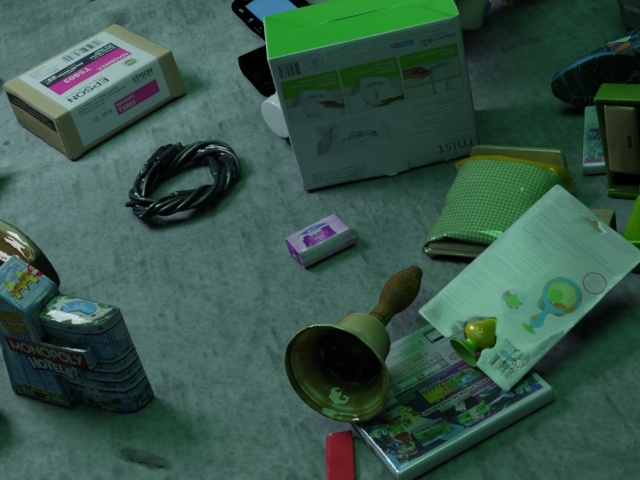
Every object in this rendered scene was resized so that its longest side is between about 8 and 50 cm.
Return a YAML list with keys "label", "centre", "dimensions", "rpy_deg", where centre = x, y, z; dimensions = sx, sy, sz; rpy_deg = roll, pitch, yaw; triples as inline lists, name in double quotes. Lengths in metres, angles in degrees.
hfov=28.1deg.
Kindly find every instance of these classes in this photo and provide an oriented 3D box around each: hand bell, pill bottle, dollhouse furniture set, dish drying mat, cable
- label: "hand bell"
  centre: [0.068, 0.091, 1.483]
  dimensions: [0.126, 0.126, 0.242]
  rpy_deg: [5, 30, 26]
- label: "pill bottle"
  centre: [-0.019, -0.219, 1.952]
  dimensions: [0.137, 0.078, 0.078]
  rpy_deg: [-38, 42, -27]
- label: "dollhouse furniture set"
  centre: [0.282, -0.084, 1.605]
  dimensions: [0.301, 0.151, 0.198]
  rpy_deg: [5, 42, 26]
- label: "dish drying mat"
  centre: [0.022, 0.243, 1.402]
  dimensions: [0.032, 0.008, 0.083]
  rpy_deg: [-11, 38, 8]
- label: "cable"
  centre: [-0.203, -0.083, 1.883]
  dimensions: [0.150, 0.047, 0.184]
  rpy_deg: [12, 42, 25]

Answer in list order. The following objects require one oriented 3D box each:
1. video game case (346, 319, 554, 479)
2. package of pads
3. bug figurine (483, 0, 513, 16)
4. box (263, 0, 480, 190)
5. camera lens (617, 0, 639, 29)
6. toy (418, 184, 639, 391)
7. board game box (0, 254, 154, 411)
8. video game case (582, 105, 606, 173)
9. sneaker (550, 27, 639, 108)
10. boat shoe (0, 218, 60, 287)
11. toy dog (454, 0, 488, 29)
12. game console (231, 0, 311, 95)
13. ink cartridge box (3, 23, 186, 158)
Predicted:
- label: "video game case"
  centre: [0.129, 0.169, 1.445]
  dimensions: [0.201, 0.023, 0.183]
  rpy_deg: [-26, 38, -15]
- label: "package of pads"
  centre: [0.000, 0.000, 1.702]
  dimensions: [0.083, 0.032, 0.050]
  rpy_deg: [-26, 37, -13]
- label: "bug figurine"
  centre: [0.264, -0.444, 2.140]
  dimensions: [0.216, 0.072, 0.279]
  rpy_deg: [-18, 40, 6]
- label: "box"
  centre: [0.074, -0.214, 1.784]
  dimensions: [0.261, 0.231, 0.127]
  rpy_deg: [-13, 39, 4]
- label: "camera lens"
  centre: [0.536, -0.465, 1.883]
  dimensions: [0.219, 0.274, 0.219]
  rpy_deg: [-9, 31, 5]
- label: "toy"
  centre: [0.242, 0.059, 1.474]
  dimensions: [0.237, 0.056, 0.137]
  rpy_deg: [-40, 68, -20]
- label: "board game box"
  centre: [-0.316, 0.116, 1.536]
  dimensions: [0.194, 0.194, 0.060]
  rpy_deg: [10, 44, 31]
- label: "video game case"
  centre: [0.436, -0.142, 1.735]
  dimensions: [0.157, 0.019, 0.143]
  rpy_deg: [-3, 39, 16]
- label: "sneaker"
  centre: [0.425, -0.251, 1.844]
  dimensions: [0.221, 0.083, 0.087]
  rpy_deg: [-21, 23, -15]
- label: "boat shoe"
  centre: [-0.490, 0.041, 1.774]
  dimensions: [0.324, 0.123, 0.120]
  rpy_deg: [10, 49, 42]
- label: "toy dog"
  centre: [0.152, -0.483, 1.894]
  dimensions: [0.284, 0.395, 0.408]
  rpy_deg: [13, 43, 23]
- label: "game console"
  centre: [-0.062, -0.357, 2.176]
  dimensions: [0.213, 0.044, 0.361]
  rpy_deg: [-25, 37, -12]
- label: "ink cartridge box"
  centre: [-0.374, -0.252, 2.121]
  dimensions: [0.234, 0.088, 0.193]
  rpy_deg: [-35, 39, -24]
